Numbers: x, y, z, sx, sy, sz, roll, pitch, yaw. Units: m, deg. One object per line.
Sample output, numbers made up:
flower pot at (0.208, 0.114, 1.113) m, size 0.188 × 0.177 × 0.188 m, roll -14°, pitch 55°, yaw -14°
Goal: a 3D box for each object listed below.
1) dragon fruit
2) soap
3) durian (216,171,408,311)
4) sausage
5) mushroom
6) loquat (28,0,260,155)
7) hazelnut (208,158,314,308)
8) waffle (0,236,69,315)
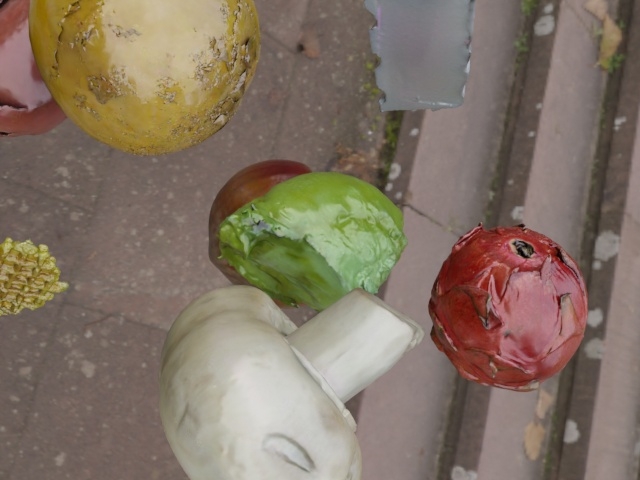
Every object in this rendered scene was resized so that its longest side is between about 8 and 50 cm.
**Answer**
dragon fruit at (0.268, 0.099, 1.041) m, size 0.241 × 0.241 × 0.252 m, roll -9°, pitch 114°, yaw -47°
soap at (0.153, -0.287, 1.108) m, size 0.302 × 0.159 × 0.258 m, roll -63°, pitch 158°, yaw -61°
durian at (0.000, 0.000, 1.217) m, size 0.256 × 0.204 × 0.339 m, roll 46°, pitch 45°, yaw 3°
sausage at (-0.328, -0.241, 0.865) m, size 0.280 × 0.152 × 0.152 m, roll -50°, pitch 127°, yaw -13°
mushroom at (-0.070, 0.198, 0.955) m, size 0.353 × 0.325 × 0.353 m, roll 23°, pitch 90°, yaw -79°
loquat at (-0.176, -0.202, 0.738) m, size 0.235 × 0.235 × 0.235 m, roll -2°, pitch 93°, yaw -47°
hazelnut at (-0.116, -0.016, 1.936) m, size 0.359 × 0.359 × 0.409 m, roll -27°, pitch 115°, yaw -44°
waffle at (-0.659, 0.074, 1.488) m, size 0.243 × 0.237 × 0.059 m, roll 74°, pitch 9°, yaw -53°
